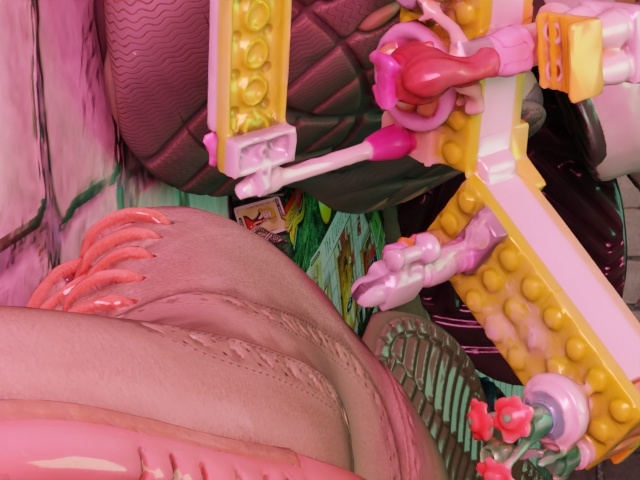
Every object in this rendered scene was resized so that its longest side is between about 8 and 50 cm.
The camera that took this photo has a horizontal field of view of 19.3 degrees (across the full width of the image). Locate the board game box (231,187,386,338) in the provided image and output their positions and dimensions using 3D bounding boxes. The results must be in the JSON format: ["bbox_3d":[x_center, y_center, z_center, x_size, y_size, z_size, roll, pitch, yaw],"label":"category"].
[{"bbox_3d":[0.000,0.000,0.973,0.260,0.030,0.136,-64,147,-68],"label":"board game box"}]

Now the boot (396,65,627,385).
[{"bbox_3d":[0.116,-0.099,1.212,0.260,0.131,0.348,-44,121,-76],"label":"boot"}]

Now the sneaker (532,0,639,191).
[{"bbox_3d":[0.243,-0.114,1.082,0.158,0.182,0.410,70,19,4],"label":"sneaker"}]

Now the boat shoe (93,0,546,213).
[{"bbox_3d":[-0.011,-0.096,0.742,0.130,0.132,0.355,66,10,12],"label":"boat shoe"}]

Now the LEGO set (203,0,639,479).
[{"bbox_3d":[0.043,-0.009,0.551,0.107,0.132,0.287,-19,101,-38],"label":"LEGO set"}]

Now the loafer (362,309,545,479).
[{"bbox_3d":[0.059,0.136,1.145,0.268,0.092,0.102,55,42,-45],"label":"loafer"}]

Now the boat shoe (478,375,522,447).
[{"bbox_3d":[0.104,0.152,1.378,0.258,0.089,0.109,42,48,-76],"label":"boat shoe"}]

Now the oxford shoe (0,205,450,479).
[{"bbox_3d":[-0.055,0.061,0.507,0.146,0.140,0.397,62,6,18],"label":"oxford shoe"}]

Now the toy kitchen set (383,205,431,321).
[{"bbox_3d":[0.084,-0.034,1.361,0.207,0.166,0.122,-31,128,-34],"label":"toy kitchen set"}]
